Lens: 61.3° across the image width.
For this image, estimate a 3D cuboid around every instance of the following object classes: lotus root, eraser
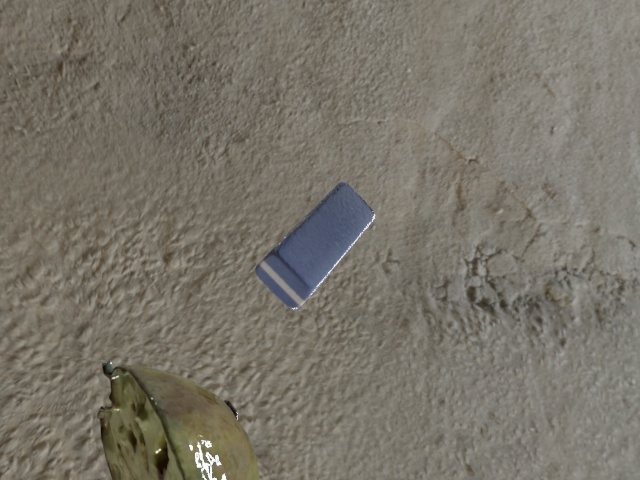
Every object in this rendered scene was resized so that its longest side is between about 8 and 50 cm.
[{"bbox_3d":[-0.088,0.174,0.379,0.078,0.183,0.203,-15,91,-38],"label":"lotus root"},{"bbox_3d":[0.000,0.000,0.779,0.082,0.036,0.225,45,47,-3],"label":"eraser"}]
